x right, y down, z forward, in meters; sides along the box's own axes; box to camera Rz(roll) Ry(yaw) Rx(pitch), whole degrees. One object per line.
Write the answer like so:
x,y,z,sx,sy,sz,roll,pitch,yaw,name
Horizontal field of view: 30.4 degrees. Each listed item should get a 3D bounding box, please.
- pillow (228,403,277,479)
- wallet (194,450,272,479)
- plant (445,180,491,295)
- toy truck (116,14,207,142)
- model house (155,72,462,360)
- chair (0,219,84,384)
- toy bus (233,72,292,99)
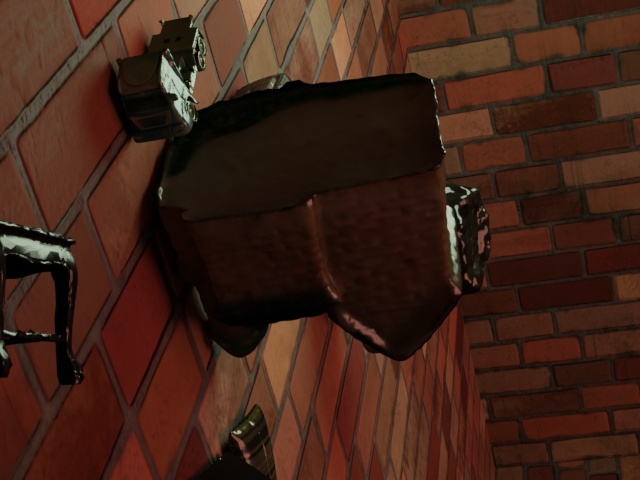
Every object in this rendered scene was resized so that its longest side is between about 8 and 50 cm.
-0.068,0.302,1.374,0.113,0.038,0.203,-42,122,-74,pillow
-0.019,0.309,1.238,0.025,0.244,0.124,-61,173,12,wallet
0.123,0.003,1.864,0.199,0.276,0.188,61,31,-46,plant
-0.161,-0.183,1.209,0.175,0.067,0.081,-85,160,-44,toy truck
0.001,0.001,1.287,0.243,0.299,0.284,-87,167,-57,model house
-0.227,-0.018,0.745,0.113,0.106,0.229,24,60,-74,chair
-0.077,-0.124,1.493,0.268,0.092,0.106,-73,143,-59,toy bus
